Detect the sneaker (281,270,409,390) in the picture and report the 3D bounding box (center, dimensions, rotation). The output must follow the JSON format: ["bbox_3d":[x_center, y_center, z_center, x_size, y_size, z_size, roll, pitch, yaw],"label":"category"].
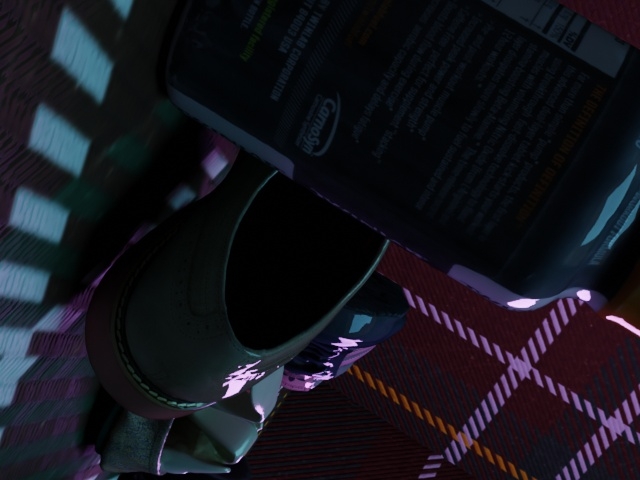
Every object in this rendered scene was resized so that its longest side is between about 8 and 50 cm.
[{"bbox_3d":[0.003,0.081,1.007,0.131,0.112,0.319,-60,173,4],"label":"sneaker"}]

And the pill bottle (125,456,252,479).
[{"bbox_3d":[-0.162,0.302,1.181,0.219,0.123,0.123,-59,175,13],"label":"pill bottle"}]

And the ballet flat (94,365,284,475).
[{"bbox_3d":[-0.087,0.105,0.812,0.107,0.106,0.316,-55,174,-34],"label":"ballet flat"}]

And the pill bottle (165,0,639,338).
[{"bbox_3d":[0.065,-0.054,0.521,0.130,0.246,0.130,-57,175,-8],"label":"pill bottle"}]

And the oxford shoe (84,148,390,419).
[{"bbox_3d":[0.019,-0.037,0.661,0.130,0.123,0.348,-17,-149,51],"label":"oxford shoe"}]
